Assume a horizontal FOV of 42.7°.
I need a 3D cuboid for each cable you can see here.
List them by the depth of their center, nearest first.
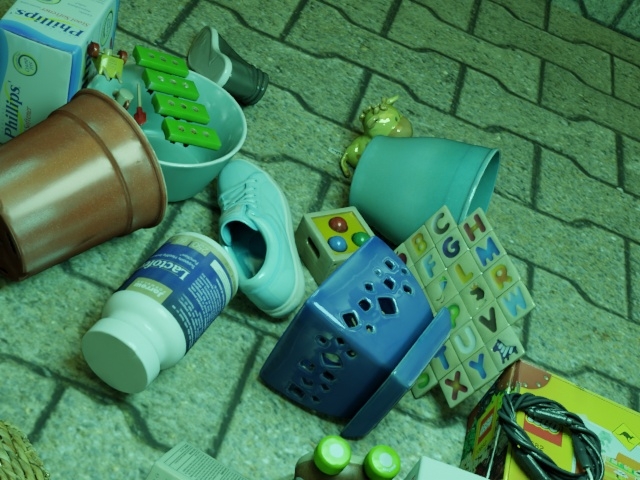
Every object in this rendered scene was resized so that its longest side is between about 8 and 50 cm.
[{"bbox_3d":[0.344,0.291,1.222,0.150,0.047,0.184,-16,55,-36],"label":"cable"}]

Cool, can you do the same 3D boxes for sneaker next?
[{"bbox_3d":[-0.131,-0.038,1.518,0.150,0.135,0.366,47,14,-53],"label":"sneaker"},{"bbox_3d":[-0.215,-0.405,1.931,0.146,0.105,0.296,25,20,-35],"label":"sneaker"}]

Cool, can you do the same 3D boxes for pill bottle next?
[{"bbox_3d":[-0.258,0.115,1.330,0.153,0.153,0.265,30,42,6],"label":"pill bottle"}]

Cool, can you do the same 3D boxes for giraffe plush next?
[{"bbox_3d":[0.142,-0.237,1.859,0.210,0.171,0.181,13,43,-13],"label":"giraffe plush"}]

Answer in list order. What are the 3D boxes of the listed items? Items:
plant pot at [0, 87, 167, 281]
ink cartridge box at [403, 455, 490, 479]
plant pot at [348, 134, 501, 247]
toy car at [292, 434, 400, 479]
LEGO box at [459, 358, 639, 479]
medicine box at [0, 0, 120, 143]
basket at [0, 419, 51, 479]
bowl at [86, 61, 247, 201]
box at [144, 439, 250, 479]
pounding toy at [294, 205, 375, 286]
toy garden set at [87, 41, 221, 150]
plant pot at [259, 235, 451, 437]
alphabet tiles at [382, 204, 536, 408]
[{"bbox_3d":[-0.448,-0.081,1.378,0.272,0.272,0.265,41,52,18],"label":"plant pot"},{"bbox_3d":[0.137,0.468,1.123,0.114,0.197,0.273,22,42,-2],"label":"ink cartridge box"},{"bbox_3d":[0.206,-0.100,1.698,0.255,0.272,0.272,21,40,17],"label":"plant pot"},{"bbox_3d":[0.032,0.405,1.177,0.148,0.155,0.188,13,49,-12],"label":"toy car"},{"bbox_3d":[0.470,0.465,1.284,0.500,0.193,0.373,25,42,1],"label":"LEGO box"},{"bbox_3d":[-0.514,-0.353,1.600,0.149,0.264,0.289,17,43,-7],"label":"medicine box"},{"bbox_3d":[-0.430,0.359,0.916,0.223,0.213,0.299,9,40,-49],"label":"basket"},{"bbox_3d":[-0.314,-0.195,1.610,0.311,0.163,0.312,13,44,-13],"label":"bowl"},{"bbox_3d":[-0.134,0.389,1.087,0.232,0.127,0.148,30,0,6],"label":"box"},{"bbox_3d":[-0.009,-0.006,1.612,0.206,0.094,0.181,-10,52,-33],"label":"pounding toy"},{"bbox_3d":[-0.313,-0.262,1.502,0.203,0.049,0.244,8,45,-41],"label":"toy garden set"},{"bbox_3d":[0.070,0.173,1.373,0.212,0.236,0.236,40,43,8],"label":"plant pot"},{"bbox_3d":[0.230,0.112,1.476,0.011,0.285,0.343,20,36,-41],"label":"alphabet tiles"}]
